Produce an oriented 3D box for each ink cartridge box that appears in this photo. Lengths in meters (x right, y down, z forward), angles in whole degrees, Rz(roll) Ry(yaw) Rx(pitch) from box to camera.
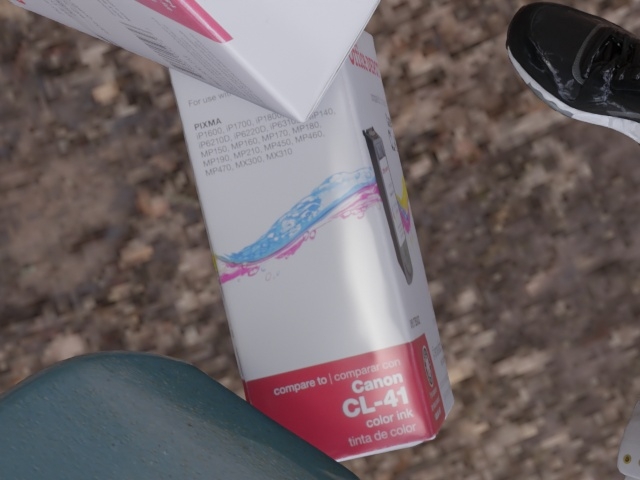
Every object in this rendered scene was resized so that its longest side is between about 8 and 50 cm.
[{"bbox_3d":[0.000,0.000,1.315,0.131,0.306,0.226,-12,180,9],"label":"ink cartridge box"},{"bbox_3d":[-0.128,-0.201,1.065,0.117,0.283,0.207,-59,142,-8],"label":"ink cartridge box"}]

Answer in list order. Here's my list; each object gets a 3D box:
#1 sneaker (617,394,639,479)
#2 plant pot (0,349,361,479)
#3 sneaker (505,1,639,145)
[{"bbox_3d":[0.330,0.225,1.475,0.169,0.293,0.108,-23,134,37],"label":"sneaker"},{"bbox_3d":[-0.103,0.204,1.004,0.247,0.248,0.252,-61,173,34],"label":"plant pot"},{"bbox_3d":[0.308,-0.148,1.624,0.107,0.283,0.124,-59,-179,-25],"label":"sneaker"}]
